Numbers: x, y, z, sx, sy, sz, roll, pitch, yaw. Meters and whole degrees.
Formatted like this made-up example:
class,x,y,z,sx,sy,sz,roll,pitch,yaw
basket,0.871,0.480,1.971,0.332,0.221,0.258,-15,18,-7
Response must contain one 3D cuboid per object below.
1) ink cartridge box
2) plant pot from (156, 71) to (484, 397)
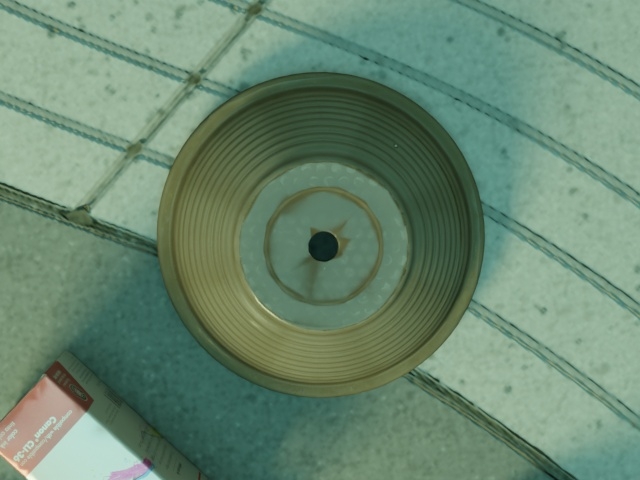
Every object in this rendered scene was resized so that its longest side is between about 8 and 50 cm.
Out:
class,x,y,z,sx,sy,sz,roll,pitch,yaw
ink cartridge box,-0.134,0.174,1.128,0.198,0.115,0.067,43,92,-4
plant pot,0.000,0.000,1.119,0.237,0.110,0.237,0,96,0
